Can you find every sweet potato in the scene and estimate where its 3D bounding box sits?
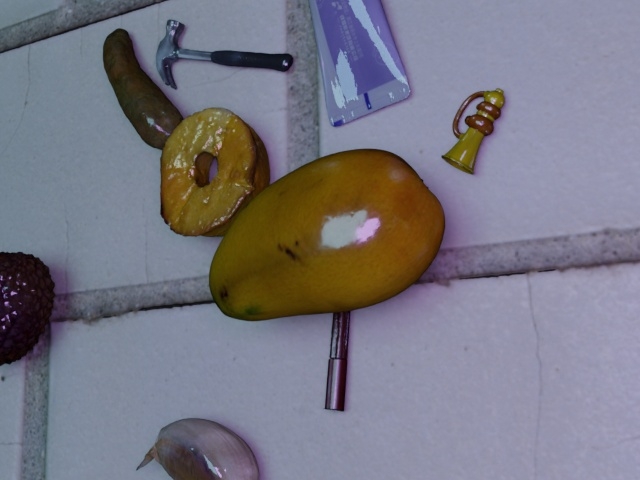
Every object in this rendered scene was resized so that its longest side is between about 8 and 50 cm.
[{"bbox_3d":[-0.282,-0.232,1.459,0.075,0.075,0.273,-45,55,15],"label":"sweet potato"}]

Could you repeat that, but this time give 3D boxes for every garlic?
[{"bbox_3d":[-0.166,0.298,1.254,0.198,0.090,0.128,25,105,29],"label":"garlic"}]

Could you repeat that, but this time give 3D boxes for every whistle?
[{"bbox_3d":[0.190,-0.137,1.167,0.046,0.057,0.109,29,84,-11],"label":"whistle"}]

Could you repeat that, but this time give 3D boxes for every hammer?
[{"bbox_3d":[-0.146,-0.266,1.405,0.246,0.029,0.103,14,86,32],"label":"hammer"}]

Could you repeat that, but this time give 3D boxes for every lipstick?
[{"bbox_3d":[0.025,0.128,1.209,0.027,0.027,0.176,-2,76,32],"label":"lipstick"}]

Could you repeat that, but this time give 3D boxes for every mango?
[{"bbox_3d":[0.000,0.000,1.155,0.317,0.173,0.211,-21,39,27],"label":"mango"}]

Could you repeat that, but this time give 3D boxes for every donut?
[{"bbox_3d":[-0.146,-0.089,1.337,0.174,0.075,0.190,-34,59,22],"label":"donut"}]

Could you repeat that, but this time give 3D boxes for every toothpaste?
[{"bbox_3d":[0.024,-0.345,1.292,0.125,0.080,0.371,-20,74,28],"label":"toothpaste"}]

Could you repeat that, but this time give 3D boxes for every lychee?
[{"bbox_3d":[-0.504,0.108,1.458,0.188,0.188,0.188,-8,75,30],"label":"lychee"}]
